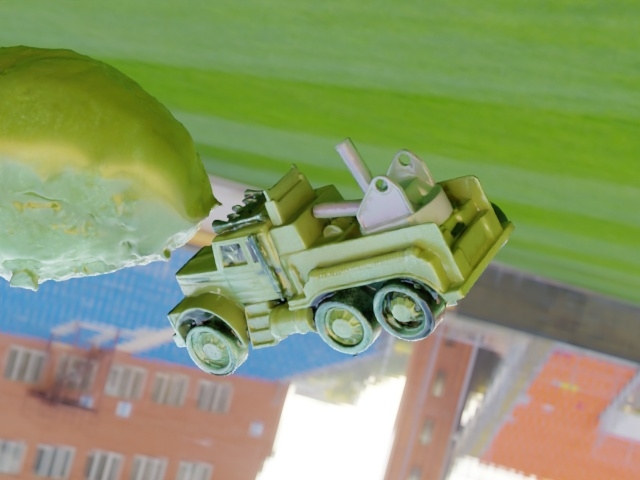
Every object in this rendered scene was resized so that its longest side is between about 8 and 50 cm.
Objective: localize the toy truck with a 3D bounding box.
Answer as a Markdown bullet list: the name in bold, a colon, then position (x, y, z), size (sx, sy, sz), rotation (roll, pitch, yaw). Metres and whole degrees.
- **toy truck**: position (-0.001, 0.003, 0.984), size (0.260, 0.135, 0.128), rotation (-18, -161, 39)

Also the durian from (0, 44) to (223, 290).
- **durian**: position (-0.281, -0.085, 1.456), size (0.340, 0.255, 0.204), rotation (-5, -156, -7)
